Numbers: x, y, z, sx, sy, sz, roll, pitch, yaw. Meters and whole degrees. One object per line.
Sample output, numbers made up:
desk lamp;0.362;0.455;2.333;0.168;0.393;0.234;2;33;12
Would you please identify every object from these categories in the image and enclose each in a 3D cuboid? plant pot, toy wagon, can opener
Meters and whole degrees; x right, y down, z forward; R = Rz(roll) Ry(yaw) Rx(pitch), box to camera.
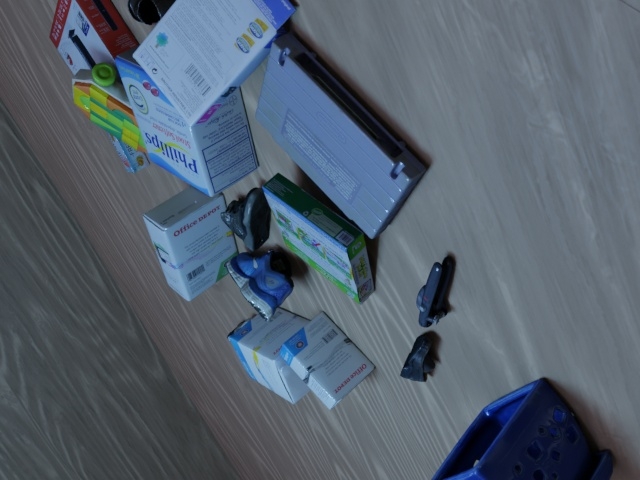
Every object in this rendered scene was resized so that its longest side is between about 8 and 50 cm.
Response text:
plant pot;0.374;0.432;1.197;0.212;0.236;0.236;42;150;9
toy wagon;-0.486;-0.315;1.696;0.344;0.068;0.267;34;158;-8
can opener;0.215;0.101;1.237;0.073;0.059;0.186;40;150;25

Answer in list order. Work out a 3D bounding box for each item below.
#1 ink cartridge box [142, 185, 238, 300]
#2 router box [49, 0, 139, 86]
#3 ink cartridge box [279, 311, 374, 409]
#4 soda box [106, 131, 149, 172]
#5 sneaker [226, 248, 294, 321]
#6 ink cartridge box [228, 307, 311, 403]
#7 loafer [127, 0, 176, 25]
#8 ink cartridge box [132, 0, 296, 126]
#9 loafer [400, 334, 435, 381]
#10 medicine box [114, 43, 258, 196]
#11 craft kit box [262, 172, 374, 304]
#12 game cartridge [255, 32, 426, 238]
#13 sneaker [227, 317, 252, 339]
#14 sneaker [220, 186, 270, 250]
ink cartridge box;-0.360;0.001;1.846;0.117;0.201;0.278;32;145;35
router box;-0.599;-0.508;1.762;0.301;0.082;0.335;58;152;-8
ink cartridge box;0.015;0.313;1.686;0.203;0.148;0.086;46;150;14
soda box;-0.610;-0.305;2.030;0.058;0.063;0.183;14;133;50
sneaker;-0.146;0.097;1.726;0.130;0.147;0.330;54;173;-26
ink cartridge box;-0.109;0.322;1.862;0.232;0.171;0.168;16;135;50
loafer;-0.374;-0.513;1.417;0.220;0.078;0.080;16;134;49
ink cartridge box;-0.193;-0.381;1.200;0.311;0.065;0.186;-40;87;29
loafer;0.224;0.259;1.418;0.061;0.062;0.170;23;149;9
medicine box;-0.304;-0.289;1.490;0.263;0.149;0.289;30;143;37
craft kit box;0.000;0.000;1.401;0.250;0.061;0.247;37;159;27
game cartridge;0.023;-0.186;1.207;0.355;0.068;0.230;47;156;11
sneaker;-0.250;0.317;2.170;0.086;0.085;0.237;47;156;-4
sneaker;-0.194;-0.074;1.633;0.130;0.087;0.227;38;155;14
